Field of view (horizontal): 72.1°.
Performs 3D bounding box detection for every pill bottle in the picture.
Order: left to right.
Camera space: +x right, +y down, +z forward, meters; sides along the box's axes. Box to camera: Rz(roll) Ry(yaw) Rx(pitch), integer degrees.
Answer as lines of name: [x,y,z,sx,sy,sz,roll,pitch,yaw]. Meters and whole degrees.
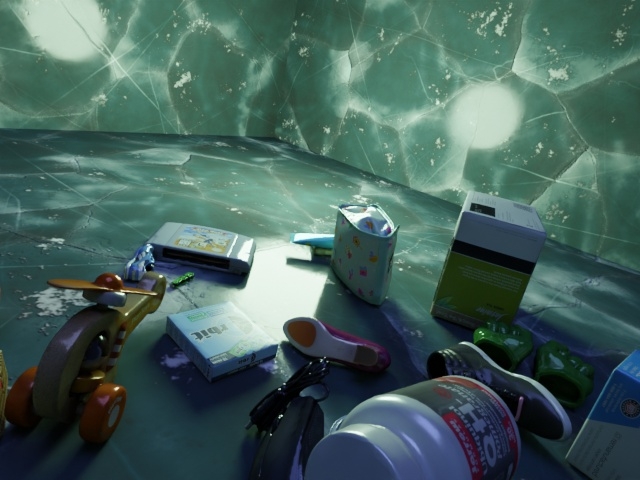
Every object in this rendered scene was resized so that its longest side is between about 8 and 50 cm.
pill bottle: [0.127,0.281,0.565,0.176,0.176,0.318,30,12,37]

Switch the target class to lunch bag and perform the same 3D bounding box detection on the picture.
lunch bag: [0.138,0.035,1.291,0.160,0.223,0.262,-2,25,-17]

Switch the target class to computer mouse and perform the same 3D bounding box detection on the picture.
computer mouse: [-0.057,0.297,0.605,0.072,0.188,0.272,34,24,-24]

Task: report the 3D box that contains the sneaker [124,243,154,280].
sneaker: [-0.450,0.059,1.124,0.059,0.053,0.144,10,29,-5]

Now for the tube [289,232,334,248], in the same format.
tube: [0.000,0.000,1.472,0.207,0.052,0.080,6,16,-8]

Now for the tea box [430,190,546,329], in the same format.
tea box: [0.490,0.055,1.307,0.220,0.323,0.329,19,22,16]

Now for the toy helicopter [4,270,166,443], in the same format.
toy helicopter: [-0.347,0.133,0.735,0.140,0.235,0.355,13,21,0]

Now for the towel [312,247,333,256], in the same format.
towel: [0.020,0.020,1.536,0.110,0.027,0.148,9,21,-11]

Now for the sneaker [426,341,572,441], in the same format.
sneaker: [0.334,0.310,0.886,0.147,0.104,0.296,-2,19,-30]

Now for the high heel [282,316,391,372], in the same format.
high heel: [0.036,0.230,0.978,0.244,0.082,0.117,8,-15,27]

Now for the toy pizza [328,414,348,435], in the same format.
toy pizza: [0.092,0.355,0.666,0.201,0.032,0.201,29,20,-12]

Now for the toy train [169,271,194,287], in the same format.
toy train: [-0.353,0.100,1.122,0.023,0.017,0.083,10,19,20]

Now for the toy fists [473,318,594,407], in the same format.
toy fists: [0.511,0.281,1.065,0.279,0.096,0.142,23,22,27]

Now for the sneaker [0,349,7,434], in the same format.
sneaker: [-0.508,0.233,0.634,0.084,0.069,0.185,-10,23,-28]

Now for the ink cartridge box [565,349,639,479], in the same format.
ink cartridge box: [0.617,0.369,0.720,0.129,0.223,0.307,-7,29,-41]

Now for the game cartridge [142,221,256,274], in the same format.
game cartridge: [-0.344,0.017,1.295,0.297,0.062,0.198,11,25,-6]

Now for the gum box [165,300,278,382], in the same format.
gum box: [-0.206,0.201,0.915,0.157,0.041,0.184,-8,30,-44]
